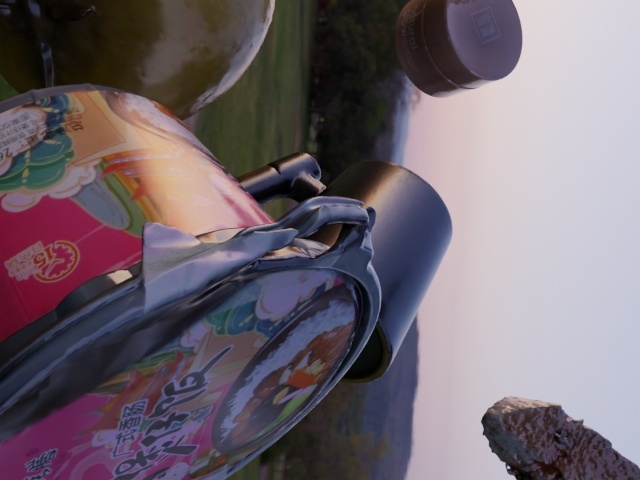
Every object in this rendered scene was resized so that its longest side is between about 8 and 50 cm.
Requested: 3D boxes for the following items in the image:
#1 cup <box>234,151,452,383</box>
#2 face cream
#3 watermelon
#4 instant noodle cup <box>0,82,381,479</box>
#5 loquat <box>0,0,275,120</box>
[{"bbox_3d":[0.012,-0.003,0.787,0.166,0.239,0.177,-28,-161,52],"label":"cup"},{"bbox_3d":[0.190,-0.280,1.079,0.104,0.149,0.149,-9,-107,55],"label":"face cream"},{"bbox_3d":[0.276,0.259,0.861,0.094,0.241,0.154,-45,-174,-35],"label":"watermelon"},{"bbox_3d":[-0.121,0.033,0.435,0.302,0.181,0.258,-46,154,16],"label":"instant noodle cup"},{"bbox_3d":[-0.189,-0.286,0.791,0.359,0.329,0.328,-53,151,-49],"label":"loquat"}]
